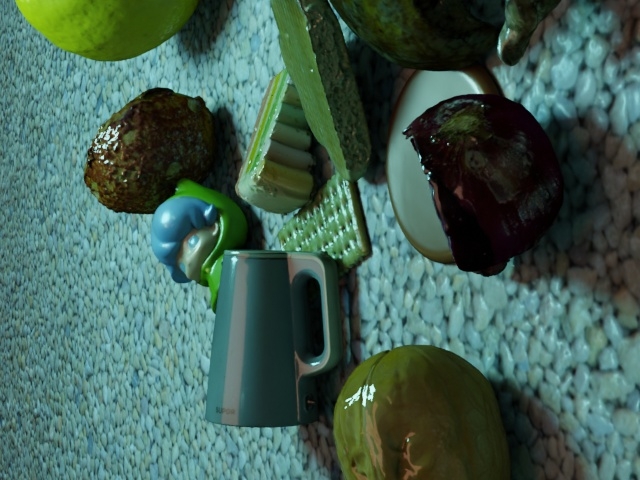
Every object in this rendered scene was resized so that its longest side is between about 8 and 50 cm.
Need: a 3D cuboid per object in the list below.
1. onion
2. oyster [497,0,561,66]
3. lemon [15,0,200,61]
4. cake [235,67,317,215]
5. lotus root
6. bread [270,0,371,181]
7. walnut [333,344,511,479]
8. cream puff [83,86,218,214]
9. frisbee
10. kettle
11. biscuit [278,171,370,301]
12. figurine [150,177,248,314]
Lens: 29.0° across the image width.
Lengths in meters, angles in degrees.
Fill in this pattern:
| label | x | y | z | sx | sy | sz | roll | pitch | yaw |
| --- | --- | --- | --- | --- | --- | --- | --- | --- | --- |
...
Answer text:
| label | x | y | z | sx | sy | sz | roll | pitch | yaw |
| --- | --- | --- | --- | --- | --- | --- | --- | --- | --- |
| onion | 0.178 | -0.042 | 1.287 | 0.195 | 0.140 | 0.218 | -116 | 1 | -49 |
| oyster | 0.233 | -0.382 | 1.195 | 0.204 | 0.111 | 0.396 | -18 | 71 | 58 |
| lemon | -0.347 | -0.463 | 2.047 | 0.348 | 0.348 | 0.348 | 3 | 93 | 62 |
| cake | -0.068 | -0.154 | 1.769 | 0.109 | 0.090 | 0.225 | 146 | 126 | -62 |
| lotus root | 0.063 | -0.307 | 1.432 | 0.142 | 0.210 | 0.314 | -47 | 32 | 21 |
| bread | -0.001 | -0.224 | 1.603 | 0.207 | 0.056 | 0.286 | -124 | 16 | -56 |
| walnut | 0.113 | 0.226 | 1.361 | 0.193 | 0.193 | 0.225 | -45 | 62 | 53 |
| cream puff | -0.268 | -0.138 | 2.026 | 0.164 | 0.240 | 0.240 | 34 | 127 | 20 |
| frisbee | 0.144 | -0.097 | 1.456 | 0.251 | 0.021 | 0.250 | 6 | 96 | 61 |
| kettle | -0.060 | 0.132 | 1.715 | 0.211 | 0.160 | 0.243 | 3 | 93 | 42 |
| biscuit | 0.000 | 0.000 | 1.733 | 0.231 | 0.016 | 0.139 | -42 | 56 | 55 |
| figurine | -0.166 | 0.024 | 1.929 | 0.263 | 0.143 | 0.162 | 48 | 136 | 29 |
